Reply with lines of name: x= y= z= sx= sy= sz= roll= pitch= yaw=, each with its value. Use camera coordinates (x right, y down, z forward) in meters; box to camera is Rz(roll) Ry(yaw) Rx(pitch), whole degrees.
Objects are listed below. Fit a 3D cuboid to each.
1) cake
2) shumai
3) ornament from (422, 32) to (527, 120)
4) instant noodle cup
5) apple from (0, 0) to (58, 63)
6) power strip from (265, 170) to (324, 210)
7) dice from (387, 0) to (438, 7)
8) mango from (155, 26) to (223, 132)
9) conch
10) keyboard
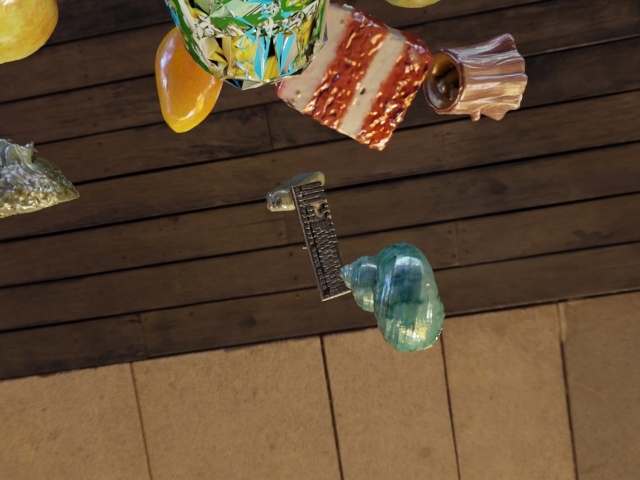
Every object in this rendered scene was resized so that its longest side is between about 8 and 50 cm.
cake: x=0.081 y=-0.432 z=1.397 sx=0.319 sy=0.270 sz=0.269 roll=26 pitch=115 yaw=-7
shumai: x=-0.807 y=-0.181 z=1.523 sx=0.189 sy=0.256 sz=0.218 roll=-19 pitch=97 yaw=19
ornament: x=0.414 y=-0.450 z=1.539 sx=0.217 sy=0.221 sz=0.235 roll=-11 pitch=120 yaw=-26
instant noodle cup: x=-0.085 y=-0.306 z=0.640 sx=0.240 sy=0.178 sz=0.240 roll=0 pitch=64 yaw=0
apple: x=-0.556 y=-0.386 z=0.859 sx=0.226 sy=0.246 sz=0.246 roll=-44 pitch=93 yaw=-20
power strip: x=-0.076 y=-0.153 z=1.680 sx=0.092 sy=0.387 sz=0.066 roll=-5 pitch=106 yaw=16
dice: x=0.267 y=-0.823 z=1.572 sx=0.226 sy=0.233 sz=0.238 roll=-29 pitch=54 yaw=-16
mango: x=-0.268 y=-0.324 z=1.116 sx=0.141 sy=0.102 sz=0.217 roll=15 pitch=105 yaw=-6
conch: x=0.135 y=0.095 z=1.068 sx=0.202 sy=0.134 sz=0.196 roll=15 pitch=71 yaw=38
keyboard: x=0.000 y=0.000 z=1.488 sx=0.106 sy=0.027 sz=0.317 roll=-16 pitch=91 yaw=-26
